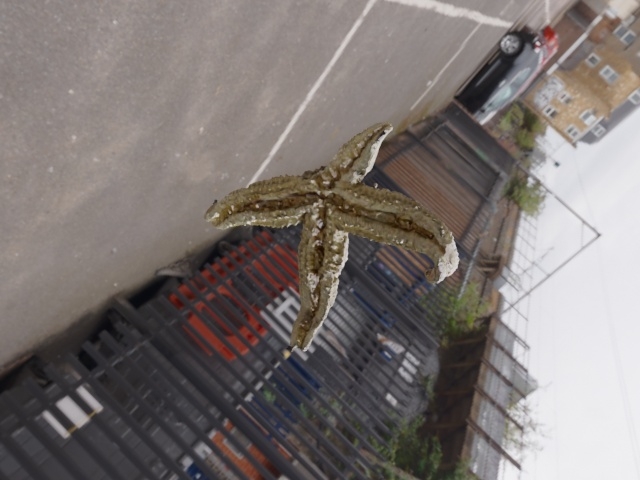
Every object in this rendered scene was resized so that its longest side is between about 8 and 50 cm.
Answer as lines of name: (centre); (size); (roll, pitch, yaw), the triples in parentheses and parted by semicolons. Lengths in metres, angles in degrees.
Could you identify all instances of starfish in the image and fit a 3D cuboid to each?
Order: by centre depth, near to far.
starfish: (0.000, 0.000, 0.891); (0.432, 0.324, 0.082); (-25, 174, 29)
